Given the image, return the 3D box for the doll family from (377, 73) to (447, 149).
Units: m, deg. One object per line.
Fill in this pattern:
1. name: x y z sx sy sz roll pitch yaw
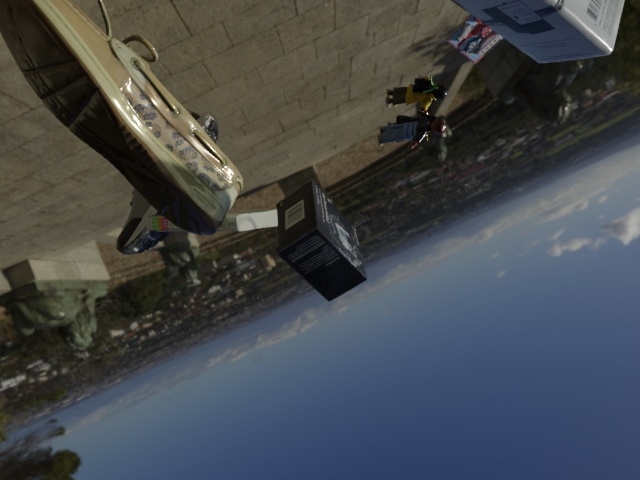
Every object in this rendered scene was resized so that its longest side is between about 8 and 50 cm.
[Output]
1. doll family: 0.167 -0.222 0.790 0.111 0.193 0.076 1 156 25

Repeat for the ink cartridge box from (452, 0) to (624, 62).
1. ink cartridge box: 0.218 -0.287 0.449 0.208 0.153 0.087 9 -175 -38

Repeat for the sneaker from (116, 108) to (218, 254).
1. sneaker: -0.272 -0.102 0.774 0.100 0.108 0.272 112 2 -78

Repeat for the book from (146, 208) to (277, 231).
1. book: -0.143 -0.025 0.612 0.144 0.035 0.096 1 -173 24

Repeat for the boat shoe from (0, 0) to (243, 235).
1. boat shoe: -0.185 -0.127 0.465 0.104 0.285 0.089 4 -129 37

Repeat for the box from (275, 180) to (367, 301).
1. box: 0.000 0.000 0.860 0.093 0.158 0.156 -32 -145 19

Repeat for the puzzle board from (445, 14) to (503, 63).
1. puzzle board: 0.296 -0.375 0.800 0.096 0.011 0.128 15 139 -39
